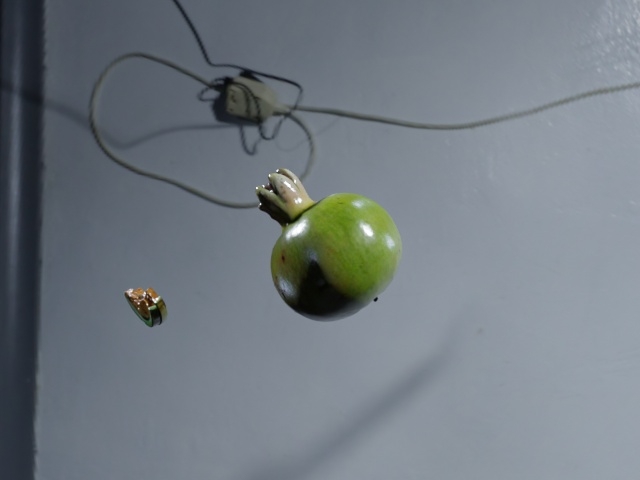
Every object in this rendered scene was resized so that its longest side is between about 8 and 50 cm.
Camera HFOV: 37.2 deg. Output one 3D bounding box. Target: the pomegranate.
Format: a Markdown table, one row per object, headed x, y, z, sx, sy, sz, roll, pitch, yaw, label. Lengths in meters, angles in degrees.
| x | y | z | sx | sy | sz | roll | pitch | yaw | label |
| --- | --- | --- | --- | --- | --- | --- | --- | --- | --- |
| 0.012 | 0.001 | 1.236 | 0.179 | 0.179 | 0.210 | -12 | 111 | 26 | pomegranate |

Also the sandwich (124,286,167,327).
| x | y | z | sx | sy | sz | roll | pitch | yaw | label |
| --- | --- | --- | --- | --- | --- | --- | --- | --- | --- |
| -0.283 | 0.110 | 1.564 | 0.135 | 0.029 | 0.067 | 0 | 118 | 63 | sandwich |
